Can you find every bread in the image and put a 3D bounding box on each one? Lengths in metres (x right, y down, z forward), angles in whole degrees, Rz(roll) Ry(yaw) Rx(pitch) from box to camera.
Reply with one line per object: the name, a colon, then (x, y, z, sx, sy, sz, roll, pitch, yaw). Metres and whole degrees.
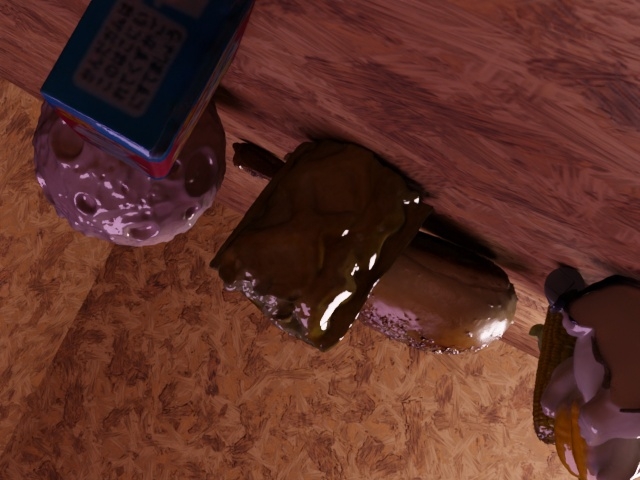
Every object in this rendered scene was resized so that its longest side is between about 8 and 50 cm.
bread: (0.149, 0.072, 1.320, 0.305, 0.158, 0.305, 21, -165, -6)
bread: (0.001, 0.000, 1.104, 0.196, 0.252, 0.238, 30, 174, 41)

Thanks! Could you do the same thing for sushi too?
sushi: (-0.104, -0.132, 1.473, 0.120, 0.052, 0.055, 25, 161, -1)

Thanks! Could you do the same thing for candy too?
candy: (-0.140, -0.145, 0.731, 0.100, 0.157, 0.306, 29, 177, -8)

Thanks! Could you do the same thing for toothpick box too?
toothpick box: (0.323, 0.067, 1.129, 0.052, 0.052, 0.083, 26, 177, 19)

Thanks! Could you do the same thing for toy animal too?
toy animal: (0.379, 0.181, 1.049, 0.183, 0.247, 0.310, 45, 172, 35)

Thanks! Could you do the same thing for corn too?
corn: (0.349, 0.178, 1.214, 0.080, 0.231, 0.080, 14, 146, 10)

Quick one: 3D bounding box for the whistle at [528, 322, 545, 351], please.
whistle: (0.437, 0.177, 1.399, 0.131, 0.106, 0.288, 21, 177, -3)

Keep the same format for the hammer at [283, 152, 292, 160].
hammer: (0.025, -0.088, 1.299, 0.199, 0.013, 0.062, 32, -142, 28)

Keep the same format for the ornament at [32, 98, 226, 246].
ornament: (-0.247, -0.118, 1.147, 0.225, 0.259, 0.259, 18, 172, 27)
